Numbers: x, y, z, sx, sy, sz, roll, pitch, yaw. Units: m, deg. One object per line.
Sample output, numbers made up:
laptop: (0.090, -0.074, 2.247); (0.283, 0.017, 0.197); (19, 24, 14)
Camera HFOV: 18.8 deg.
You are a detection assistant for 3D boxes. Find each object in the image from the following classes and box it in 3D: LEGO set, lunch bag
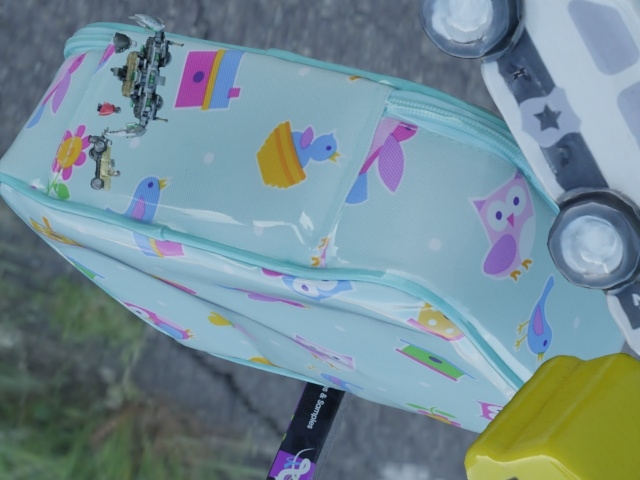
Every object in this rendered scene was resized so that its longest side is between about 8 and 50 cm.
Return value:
LEGO set: (-0.070, -0.055, 0.747); (0.023, 0.054, 0.083); (8, 154, -17)
lunch bag: (0.000, 0.000, 0.904); (0.279, 0.108, 0.224); (15, 164, 36)

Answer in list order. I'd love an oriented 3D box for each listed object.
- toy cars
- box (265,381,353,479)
toy cars: (0.121, 0.028, 0.641); (0.087, 0.393, 0.176); (-26, 145, 32)
box: (0.002, 0.106, 1.247); (0.029, 0.162, 0.116); (22, 158, 6)
